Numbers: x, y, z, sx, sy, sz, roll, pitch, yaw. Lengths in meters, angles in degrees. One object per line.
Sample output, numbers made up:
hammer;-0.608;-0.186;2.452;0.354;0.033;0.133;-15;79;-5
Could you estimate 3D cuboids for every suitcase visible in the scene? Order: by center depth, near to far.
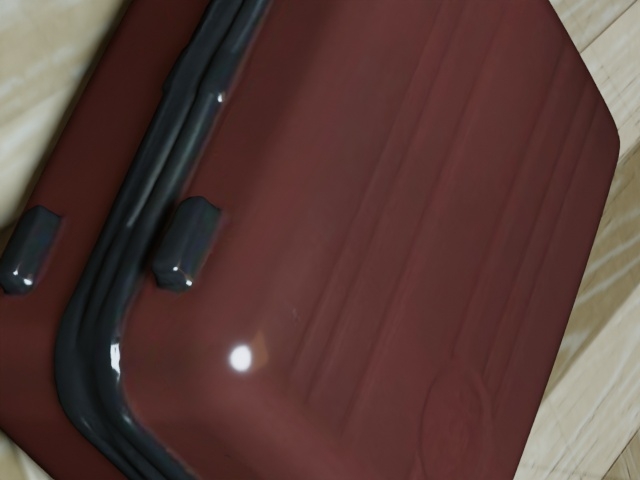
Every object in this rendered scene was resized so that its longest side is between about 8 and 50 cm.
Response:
suitcase;0.000;0.000;0.803;0.236;0.161;0.297;51;48;-39
